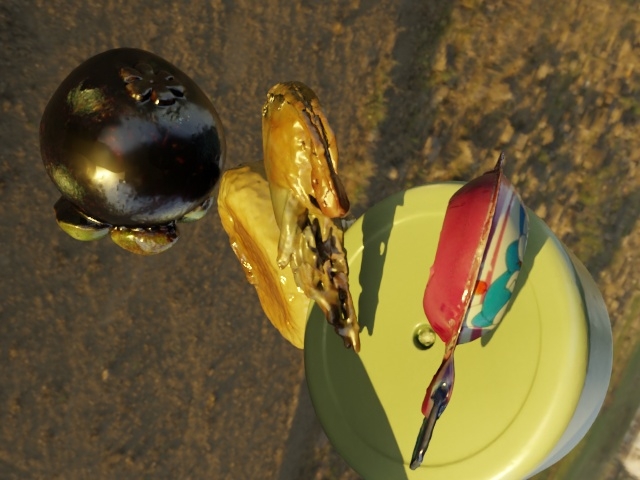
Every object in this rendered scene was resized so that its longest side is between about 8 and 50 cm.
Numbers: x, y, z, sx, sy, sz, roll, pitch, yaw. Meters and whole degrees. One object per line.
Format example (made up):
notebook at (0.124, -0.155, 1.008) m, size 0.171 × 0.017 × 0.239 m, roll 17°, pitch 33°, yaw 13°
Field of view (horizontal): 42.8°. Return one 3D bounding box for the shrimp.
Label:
shrimp at (-0.007, 0.001, 0.668) m, size 0.066 × 0.117 × 0.262 m, roll -17°, pitch 113°, yaw -5°

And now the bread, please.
bread at (-0.025, 0.009, 0.994) m, size 0.134 × 0.244 × 0.244 m, roll -31°, pitch 147°, yaw -14°

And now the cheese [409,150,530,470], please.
cheese at (0.105, 0.048, 0.604) m, size 0.155 × 0.062 × 0.244 m, roll 85°, pitch 22°, yaw -68°

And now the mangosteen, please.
mangosteen at (-0.227, -0.102, 0.996) m, size 0.243 × 0.243 × 0.243 m, roll -46°, pitch 152°, yaw -35°

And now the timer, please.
timer at (0.184, 0.113, 0.843) m, size 0.315 × 0.291 × 0.290 m, roll 17°, pitch 99°, yaw -50°
